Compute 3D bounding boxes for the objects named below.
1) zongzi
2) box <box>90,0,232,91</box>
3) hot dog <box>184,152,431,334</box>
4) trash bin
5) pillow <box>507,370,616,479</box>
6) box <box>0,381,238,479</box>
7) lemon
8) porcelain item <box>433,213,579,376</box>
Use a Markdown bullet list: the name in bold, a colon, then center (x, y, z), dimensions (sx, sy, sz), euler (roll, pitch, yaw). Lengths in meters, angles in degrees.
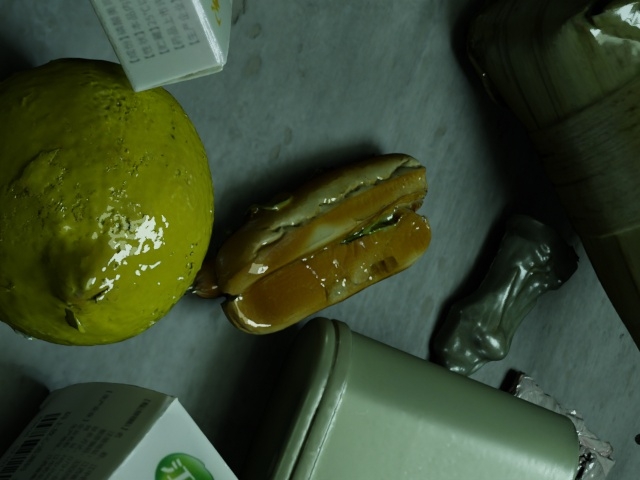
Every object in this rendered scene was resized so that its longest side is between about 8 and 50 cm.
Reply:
- **zongzi**: center (0.420, -0.103, 1.314), dimensions (0.467, 0.218, 0.500), euler (-36, 105, -30)
- **box**: center (-0.135, -0.281, 0.786), dimensions (0.200, 0.065, 0.343), euler (-90, 162, -51)
- **hot dog**: center (0.000, 0.000, 1.109), dimensions (0.269, 0.072, 0.109), euler (-23, 118, -41)
- **trash bin**: center (0.063, 0.212, 1.138), dimensions (0.247, 0.121, 0.243), euler (20, 89, -14)
- **pillow**: center (0.246, 0.244, 1.473), dimensions (0.248, 0.049, 0.135), euler (40, 80, -43)
- **box**: center (-0.110, 0.276, 0.962), dimensions (0.333, 0.145, 0.173), euler (57, 48, -21)
- **lemon**: center (-0.150, -0.022, 0.856), dimensions (0.173, 0.206, 0.173), euler (-4, 127, -5)
- **porcelain item**: center (0.158, 0.078, 1.314), dimensions (0.215, 0.069, 0.081), euler (-52, 140, -12)
